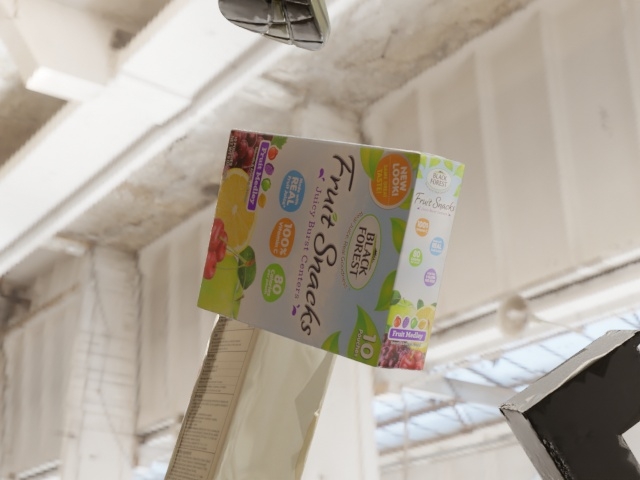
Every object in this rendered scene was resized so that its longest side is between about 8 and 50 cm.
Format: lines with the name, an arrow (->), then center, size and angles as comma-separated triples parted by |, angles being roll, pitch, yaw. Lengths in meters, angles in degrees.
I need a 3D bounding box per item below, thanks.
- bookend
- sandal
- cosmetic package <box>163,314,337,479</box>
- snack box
bookend -> 0.297, 0.198, 1.147 | 0.156, 0.157, 0.072 | 58, -13, -3
sandal -> -0.039, -0.276, 1.061 | 0.302, 0.120, 0.086 | 85, 28, -68
cosmetic package -> -0.089, 0.226, 1.309 | 0.160, 0.113, 0.309 | -11, -122, 63
snack box -> 0.000, 0.000, 0.552 | 0.141, 0.037, 0.100 | 13, -86, 47
